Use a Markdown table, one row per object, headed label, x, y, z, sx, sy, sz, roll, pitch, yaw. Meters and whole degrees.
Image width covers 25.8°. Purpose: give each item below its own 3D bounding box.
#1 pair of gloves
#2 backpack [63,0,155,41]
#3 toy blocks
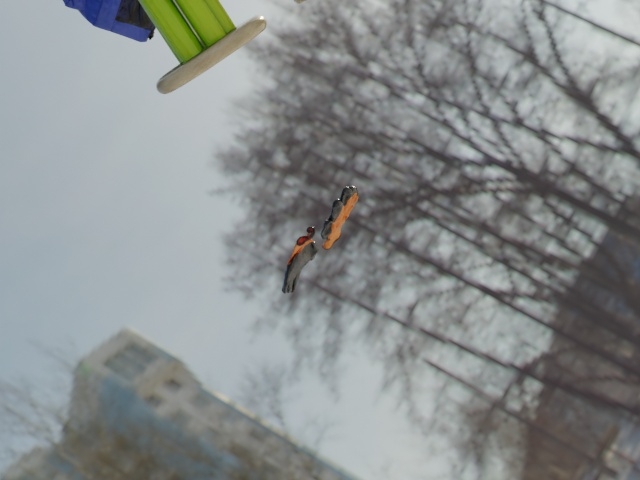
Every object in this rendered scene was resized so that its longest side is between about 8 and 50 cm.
| label | x | y | z | sx | sy | sz | roll | pitch | yaw |
| --- | --- | --- | --- | --- | --- | --- | --- | --- | --- |
| pair of gloves | 0.000 | 0.000 | 1.001 | 0.083 | 0.010 | 0.074 | -48 | -13 | -31 |
| backpack | -0.171 | -0.245 | 1.189 | 0.101 | 0.098 | 0.120 | 13 | -69 | -40 |
| toy blocks | -0.055 | -0.152 | 0.557 | 0.123 | 0.148 | 0.054 | -36 | 11 | -12 |
